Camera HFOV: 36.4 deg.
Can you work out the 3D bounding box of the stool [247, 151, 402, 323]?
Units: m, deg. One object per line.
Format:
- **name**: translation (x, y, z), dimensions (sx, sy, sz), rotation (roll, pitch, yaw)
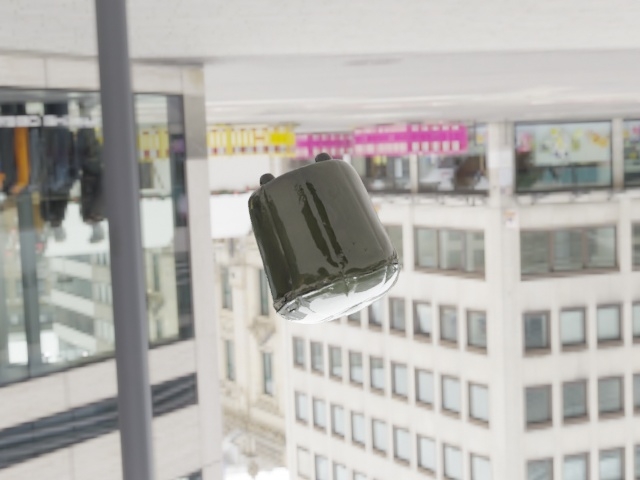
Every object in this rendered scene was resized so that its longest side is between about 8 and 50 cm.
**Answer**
- **stool**: translation (0.000, 0.000, 0.694), dimensions (0.096, 0.110, 0.096), rotation (-20, 170, -4)
